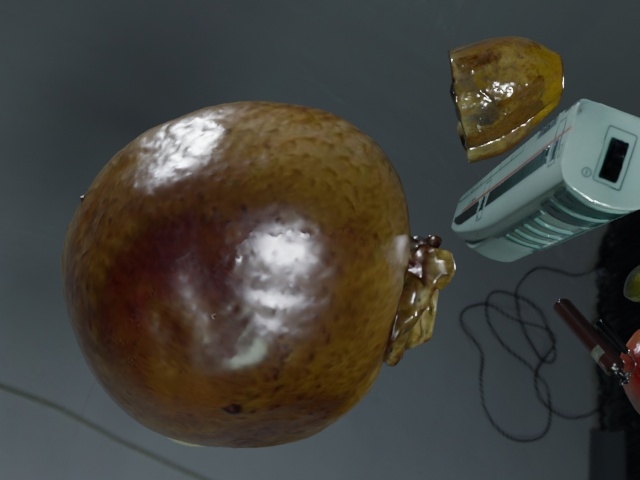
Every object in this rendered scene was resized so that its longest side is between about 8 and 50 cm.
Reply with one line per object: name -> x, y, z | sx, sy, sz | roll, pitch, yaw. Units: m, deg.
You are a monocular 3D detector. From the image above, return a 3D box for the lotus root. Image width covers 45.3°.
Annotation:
lotus root -> 0.297, -0.226, 1.225 | 0.188, 0.180, 0.199 | -78, 158, -66

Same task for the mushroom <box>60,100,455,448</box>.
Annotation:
mushroom -> -0.042, 0.032, 0.553 | 0.283, 0.195, 0.263 | -5, 106, -13

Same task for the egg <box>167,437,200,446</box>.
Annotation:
egg -> -0.191, 0.243, 1.197 | 0.164, 0.202, 0.164 | 8, 78, -42

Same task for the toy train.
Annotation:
toy train -> 0.213, -0.030, 0.799 | 0.087, 0.407, 0.088 | 18, 79, -2

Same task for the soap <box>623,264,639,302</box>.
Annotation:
soap -> 0.490, 0.041, 1.073 | 0.045, 0.140, 0.089 | 56, 29, -4

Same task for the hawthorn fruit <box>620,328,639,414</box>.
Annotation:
hawthorn fruit -> 0.639, 0.258, 1.402 | 0.179, 0.179, 0.200 | -33, 120, -40

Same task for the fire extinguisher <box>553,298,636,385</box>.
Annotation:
fire extinguisher -> 0.389, 0.139, 1.069 | 0.049, 0.035, 0.173 | -16, 39, -9
